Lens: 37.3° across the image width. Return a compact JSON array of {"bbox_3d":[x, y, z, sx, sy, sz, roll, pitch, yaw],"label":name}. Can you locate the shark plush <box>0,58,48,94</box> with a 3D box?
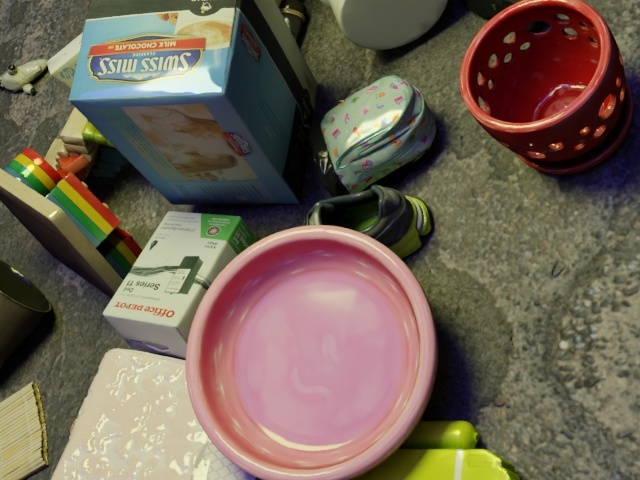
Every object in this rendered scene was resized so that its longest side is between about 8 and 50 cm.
[{"bbox_3d":[-0.617,-0.334,1.943,0.161,0.073,0.067,-14,39,49],"label":"shark plush"}]

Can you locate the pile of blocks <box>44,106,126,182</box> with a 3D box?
[{"bbox_3d":[-0.372,-0.151,1.581,0.362,0.149,0.113,-41,26,54],"label":"pile of blocks"}]

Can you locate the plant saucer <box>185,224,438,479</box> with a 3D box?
[{"bbox_3d":[-0.008,0.148,1.218,0.332,0.084,0.332,-5,72,17],"label":"plant saucer"}]

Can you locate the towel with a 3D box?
[{"bbox_3d":[-0.216,0.313,1.281,0.317,0.053,0.332,5,56,21],"label":"towel"}]

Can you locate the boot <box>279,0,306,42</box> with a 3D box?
[{"bbox_3d":[-0.125,-0.331,1.606,0.197,0.077,0.137,-1,72,33],"label":"boot"}]

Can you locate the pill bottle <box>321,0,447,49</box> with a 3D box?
[{"bbox_3d":[0.061,-0.482,1.475,0.204,0.204,0.361,-30,54,17],"label":"pill bottle"}]

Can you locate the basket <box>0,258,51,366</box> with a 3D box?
[{"bbox_3d":[-0.596,0.157,1.619,0.204,0.154,0.227,38,94,39],"label":"basket"}]

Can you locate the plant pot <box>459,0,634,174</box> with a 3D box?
[{"bbox_3d":[0.294,-0.185,1.205,0.191,0.174,0.191,-13,61,26],"label":"plant pot"}]

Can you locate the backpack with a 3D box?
[{"bbox_3d":[0.076,-0.149,1.364,0.182,0.115,0.152,-28,53,15],"label":"backpack"}]

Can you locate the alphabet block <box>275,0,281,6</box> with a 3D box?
[{"bbox_3d":[-0.172,-0.443,1.518,0.193,0.192,0.197,15,68,23],"label":"alphabet block"}]

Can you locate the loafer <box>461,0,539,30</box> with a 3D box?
[{"bbox_3d":[0.266,-0.360,1.389,0.061,0.062,0.170,-40,53,-18],"label":"loafer"}]

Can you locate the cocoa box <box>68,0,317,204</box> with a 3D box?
[{"bbox_3d":[-0.166,-0.218,1.376,0.231,0.347,0.228,1,69,17],"label":"cocoa box"}]

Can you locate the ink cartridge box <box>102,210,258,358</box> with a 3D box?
[{"bbox_3d":[-0.204,0.063,1.419,0.153,0.087,0.208,5,53,33],"label":"ink cartridge box"}]

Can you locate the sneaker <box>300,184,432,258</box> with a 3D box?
[{"bbox_3d":[0.000,0.000,1.334,0.300,0.121,0.111,-28,55,18],"label":"sneaker"}]

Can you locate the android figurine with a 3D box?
[{"bbox_3d":[0.138,0.335,1.129,0.272,0.056,0.248,-9,63,31],"label":"android figurine"}]

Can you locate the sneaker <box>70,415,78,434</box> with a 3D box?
[{"bbox_3d":[-0.299,0.252,1.438,0.069,0.084,0.185,40,65,20],"label":"sneaker"}]

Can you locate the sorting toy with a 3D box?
[{"bbox_3d":[-0.405,-0.033,1.531,0.257,0.255,0.089,28,68,38],"label":"sorting toy"}]

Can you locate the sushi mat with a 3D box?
[{"bbox_3d":[-0.582,0.373,1.585,0.316,0.019,0.151,-32,54,15],"label":"sushi mat"}]

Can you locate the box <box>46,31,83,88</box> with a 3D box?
[{"bbox_3d":[-0.359,-0.298,1.660,0.145,0.186,0.038,-34,54,13],"label":"box"}]
